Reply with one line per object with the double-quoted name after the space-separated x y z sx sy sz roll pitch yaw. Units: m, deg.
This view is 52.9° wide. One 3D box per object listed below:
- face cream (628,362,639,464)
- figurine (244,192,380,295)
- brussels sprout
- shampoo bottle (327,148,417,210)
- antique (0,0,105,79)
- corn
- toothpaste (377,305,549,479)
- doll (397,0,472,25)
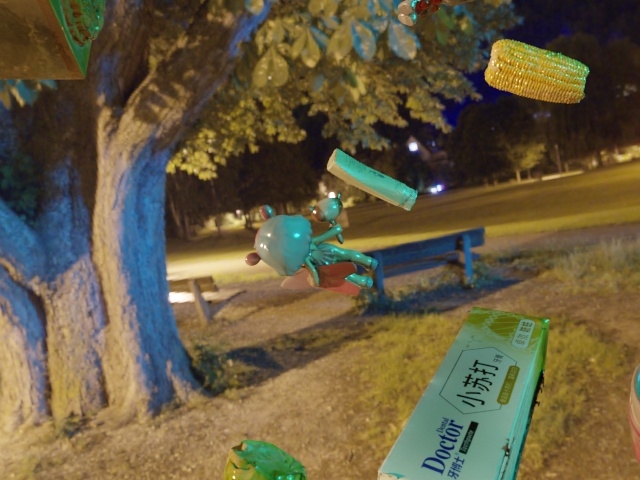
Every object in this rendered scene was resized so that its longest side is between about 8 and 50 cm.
0.609 0.298 1.070 0.175 0.195 0.175 -15 41 13 "face cream"
0.003 0.007 1.180 0.260 0.205 0.103 21 0 -25 "figurine"
-0.109 0.443 1.168 0.152 0.122 0.149 25 0 7 "brussels sprout"
0.116 -0.134 1.438 0.212 0.049 0.072 24 35 -15 "shampoo bottle"
-0.310 -0.269 0.673 0.148 0.146 0.152 1 -24 -2 "antique"
0.363 -0.282 1.081 0.165 0.085 0.063 15 -15 6 "corn"
0.140 0.150 0.567 0.089 0.071 0.313 9 20 23 "toothpaste"
0.198 -0.384 0.975 0.180 0.079 0.094 -28 -26 -4 "doll"
